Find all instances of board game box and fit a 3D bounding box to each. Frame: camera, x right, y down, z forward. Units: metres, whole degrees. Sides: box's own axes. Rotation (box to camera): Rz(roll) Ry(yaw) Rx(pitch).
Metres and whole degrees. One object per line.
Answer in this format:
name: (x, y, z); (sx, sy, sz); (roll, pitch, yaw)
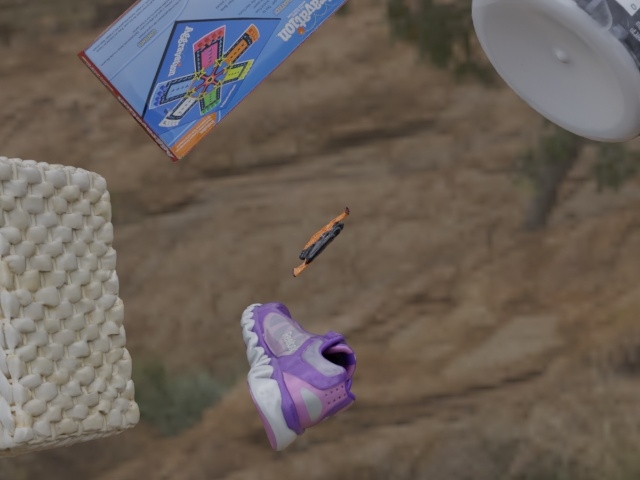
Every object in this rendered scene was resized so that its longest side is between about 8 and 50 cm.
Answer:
board game box: (-0.095, -0.224, 1.950); (0.281, 0.145, 0.027); (-45, 9, -18)

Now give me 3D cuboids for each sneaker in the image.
sneaker: (-0.017, 0.122, 1.921); (0.104, 0.095, 0.236); (-22, 21, 2)

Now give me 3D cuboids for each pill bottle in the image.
pill bottle: (0.211, -0.183, 1.151); (0.130, 0.130, 0.245); (20, 60, 46)

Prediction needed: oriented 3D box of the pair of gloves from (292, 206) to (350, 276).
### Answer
pair of gloves: (0.000, 0.000, 1.974); (0.074, 0.010, 0.083); (-44, 8, 16)

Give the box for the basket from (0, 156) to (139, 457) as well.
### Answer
basket: (-0.386, 0.088, 2.106); (0.266, 0.328, 0.331); (-10, -5, 16)
